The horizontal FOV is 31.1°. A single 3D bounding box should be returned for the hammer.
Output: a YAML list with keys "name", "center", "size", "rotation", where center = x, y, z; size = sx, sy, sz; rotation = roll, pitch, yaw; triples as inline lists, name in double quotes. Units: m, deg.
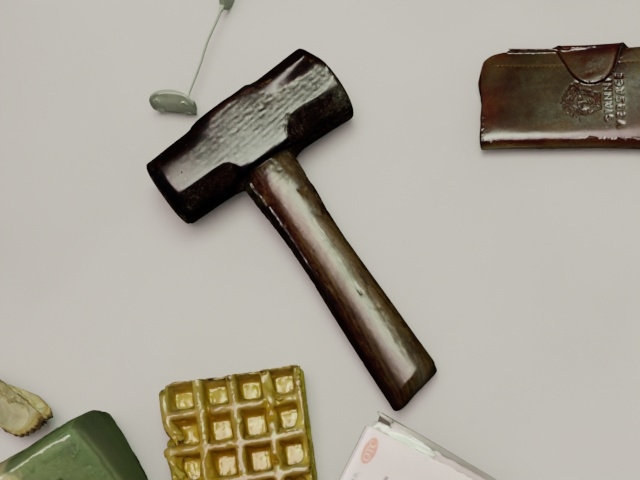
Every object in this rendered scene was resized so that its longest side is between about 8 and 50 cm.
- name: "hammer"
  center: [0.000, 0.000, 1.280]
  size: [0.242, 0.095, 0.409]
  rotation: [-33, 72, -5]

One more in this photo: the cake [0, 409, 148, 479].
- name: "cake"
  center: [-0.237, 0.320, 1.158]
  size: [0.158, 0.172, 0.284]
  rotation: [-32, 72, -2]

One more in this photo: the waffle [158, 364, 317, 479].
- name: "waffle"
  center: [-0.085, 0.248, 1.221]
  size: [0.160, 0.055, 0.211]
  rotation: [-8, 71, 4]

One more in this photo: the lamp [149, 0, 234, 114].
- name: "lamp"
  center: [-0.150, -0.246, 1.405]
  size: [0.056, 0.050, 0.198]
  rotation: [14, 74, 14]

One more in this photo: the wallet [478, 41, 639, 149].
- name: "wallet"
  center: [0.310, -0.166, 1.323]
  size: [0.255, 0.031, 0.137]
  rotation: [0, 71, 8]

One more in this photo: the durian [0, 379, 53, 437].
- name: "durian"
  center: [-0.351, 0.182, 1.276]
  size: [0.130, 0.066, 0.052]
  rotation: [23, 75, 25]

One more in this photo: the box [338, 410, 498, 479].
- name: "box"
  center: [0.059, 0.356, 1.114]
  size: [0.173, 0.145, 0.333]
  rotation: [25, 77, 14]
